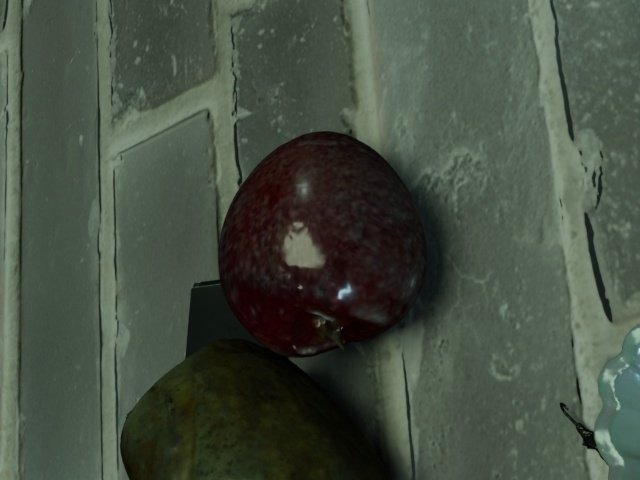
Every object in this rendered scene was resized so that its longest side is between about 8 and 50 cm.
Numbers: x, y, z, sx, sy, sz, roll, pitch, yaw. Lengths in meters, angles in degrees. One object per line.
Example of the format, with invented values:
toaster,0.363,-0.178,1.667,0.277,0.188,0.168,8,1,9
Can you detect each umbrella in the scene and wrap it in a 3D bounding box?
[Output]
umbrella,0.276,0.210,1.286,0.022,0.022,0.149,-32,59,-10

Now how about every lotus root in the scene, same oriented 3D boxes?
lotus root,-0.048,0.286,1.439,0.250,0.250,0.346,-53,53,20

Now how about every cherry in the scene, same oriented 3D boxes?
cherry,0.000,0.000,1.490,0.230,0.203,0.300,-30,45,38

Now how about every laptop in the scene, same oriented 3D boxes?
laptop,-0.104,0.107,1.689,0.180,0.016,0.129,-9,72,44

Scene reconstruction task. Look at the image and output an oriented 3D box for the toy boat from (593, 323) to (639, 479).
toy boat,0.359,0.193,1.149,0.199,0.100,0.290,-46,50,26
